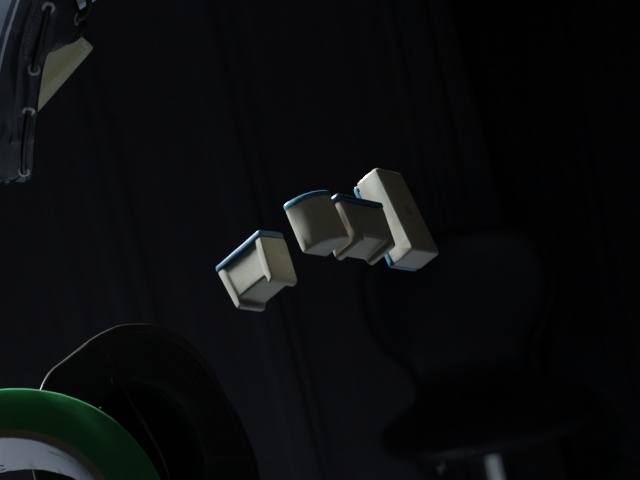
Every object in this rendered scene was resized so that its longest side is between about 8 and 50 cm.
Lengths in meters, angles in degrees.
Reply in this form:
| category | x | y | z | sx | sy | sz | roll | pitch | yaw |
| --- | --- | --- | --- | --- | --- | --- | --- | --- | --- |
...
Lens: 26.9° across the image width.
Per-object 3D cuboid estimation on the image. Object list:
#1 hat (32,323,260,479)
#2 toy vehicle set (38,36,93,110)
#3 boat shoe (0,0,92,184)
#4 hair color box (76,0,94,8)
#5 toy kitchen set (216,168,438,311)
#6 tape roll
| category | x | y | z | sx | sy | sz | roll | pitch | yaw |
| --- | --- | --- | --- | --- | --- | --- | --- | --- | --- |
| hat | -0.228 | 0.265 | 1.547 | 0.134 | 0.331 | 0.331 | -29 | -3 | 36 |
| toy vehicle set | -0.303 | -0.156 | 1.160 | 0.166 | 0.035 | 0.267 | -49 | 38 | 2 |
| boat shoe | -0.182 | -0.136 | 0.833 | 0.076 | 0.228 | 0.080 | 7 | 20 | -29 |
| hair color box | -0.371 | -0.449 | 1.557 | 0.114 | 0.374 | 0.185 | -29 | -30 | 11 |
| toy kitchen set | 0.000 | 0.000 | 1.591 | 0.207 | 0.122 | 0.166 | 10 | -42 | -47 |
| tape roll | -0.280 | 0.288 | 1.162 | 0.321 | 0.321 | 0.077 | -14 | -33 | -4 |
